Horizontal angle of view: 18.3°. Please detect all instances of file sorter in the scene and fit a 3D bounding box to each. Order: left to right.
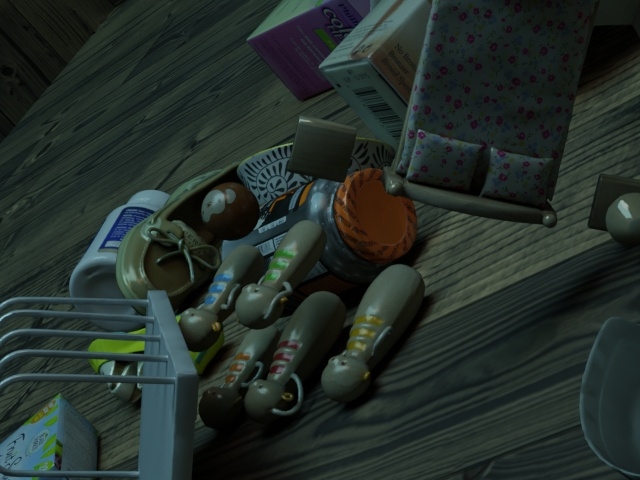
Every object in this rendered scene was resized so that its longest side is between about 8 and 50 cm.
[{"bbox_3d":[-0.212,0.167,1.760,0.277,0.173,0.192,-126,40,-74],"label":"file sorter"}]

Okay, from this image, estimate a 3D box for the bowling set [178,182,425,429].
[{"bbox_3d":[-0.067,0.064,1.820,0.287,0.200,0.154,-29,22,49],"label":"bowling set"}]

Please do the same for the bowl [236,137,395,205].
[{"bbox_3d":[0.000,-0.045,2.085,0.170,0.170,0.080,-23,69,49],"label":"bowl"}]

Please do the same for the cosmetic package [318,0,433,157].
[{"bbox_3d":[0.161,-0.237,2.132,0.296,0.153,0.129,-49,18,-18],"label":"cosmetic package"}]

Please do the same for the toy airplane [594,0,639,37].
[{"bbox_3d":[0.307,-0.353,1.696,0.384,0.386,0.272,-24,63,26],"label":"toy airplane"}]

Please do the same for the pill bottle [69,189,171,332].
[{"bbox_3d":[-0.228,0.019,2.439,0.112,0.112,0.186,-32,19,30],"label":"pill bottle"}]

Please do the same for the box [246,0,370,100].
[{"bbox_3d":[0.057,-0.320,2.643,0.213,0.117,0.243,-51,18,-30],"label":"box"}]

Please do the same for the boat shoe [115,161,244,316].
[{"bbox_3d":[-0.157,-0.010,2.361,0.089,0.104,0.285,-34,17,33],"label":"boat shoe"}]

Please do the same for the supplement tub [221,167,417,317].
[{"bbox_3d":[0.000,0.000,1.952,0.190,0.117,0.117,-24,24,46],"label":"supplement tub"}]

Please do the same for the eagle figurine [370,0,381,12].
[{"bbox_3d":[0.180,-0.378,2.357,0.225,0.226,0.298,7,59,21],"label":"eagle figurine"}]

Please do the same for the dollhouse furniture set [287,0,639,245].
[{"bbox_3d":[0.180,-0.146,1.464,0.174,0.356,0.303,-101,21,-72],"label":"dollhouse furniture set"}]

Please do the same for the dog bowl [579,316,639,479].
[{"bbox_3d":[0.317,0.040,1.142,0.349,0.102,0.349,-38,16,13],"label":"dog bowl"}]

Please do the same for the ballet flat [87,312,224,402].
[{"bbox_3d":[-0.190,0.133,2.139,0.231,0.077,0.077,-20,43,48],"label":"ballet flat"}]

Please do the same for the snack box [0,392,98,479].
[{"bbox_3d":[-0.317,0.269,2.075,0.174,0.070,0.207,-40,17,7],"label":"snack box"}]
